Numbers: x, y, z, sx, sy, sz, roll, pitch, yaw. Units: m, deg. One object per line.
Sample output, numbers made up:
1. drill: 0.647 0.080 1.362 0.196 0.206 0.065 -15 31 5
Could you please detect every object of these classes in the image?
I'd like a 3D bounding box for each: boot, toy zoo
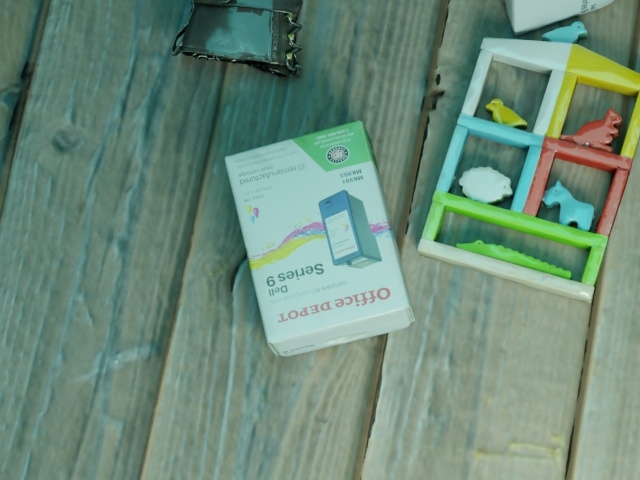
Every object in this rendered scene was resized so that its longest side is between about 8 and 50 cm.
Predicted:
1. boot: -0.030 -0.294 1.793 0.263 0.091 0.229 2 85 6
2. toy zoo: 0.236 -0.098 1.722 0.192 0.030 0.293 17 79 12

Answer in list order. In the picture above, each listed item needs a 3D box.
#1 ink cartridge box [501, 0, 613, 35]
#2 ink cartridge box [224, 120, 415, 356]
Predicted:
1. ink cartridge box: 0.210 -0.393 1.706 0.121 0.211 0.289 -20 74 2
2. ink cartridge box: 0.000 0.000 1.701 0.154 0.093 0.212 -14 76 4
